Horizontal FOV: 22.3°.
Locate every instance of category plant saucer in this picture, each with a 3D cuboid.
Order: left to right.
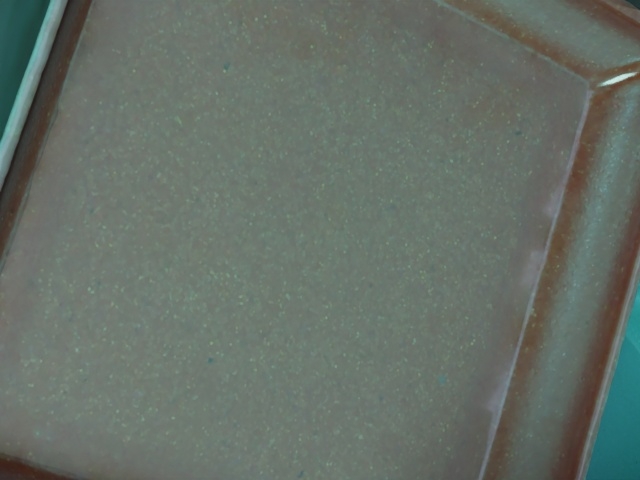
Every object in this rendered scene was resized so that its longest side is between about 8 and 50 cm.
[{"bbox_3d":[0.000,0.000,0.577,0.258,0.047,0.259,23,78,-29],"label":"plant saucer"},{"bbox_3d":[0.118,0.071,0.686,0.119,0.021,0.119,12,69,-33],"label":"plant saucer"}]

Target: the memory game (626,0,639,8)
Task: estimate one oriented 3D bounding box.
[{"bbox_3d":[0.101,-0.086,0.727,0.186,0.012,0.186,11,71,-33],"label":"memory game"}]
